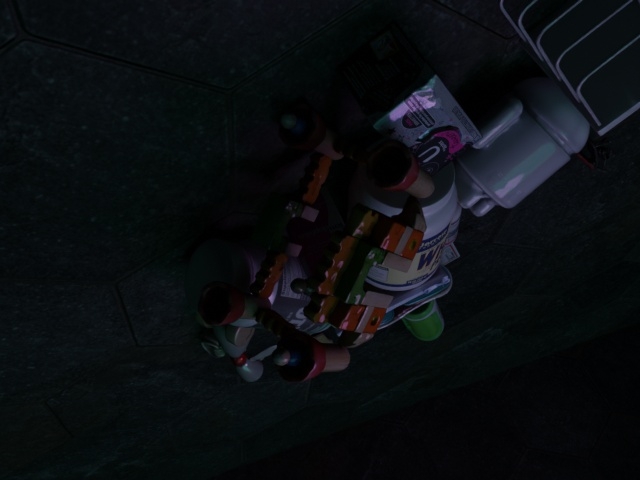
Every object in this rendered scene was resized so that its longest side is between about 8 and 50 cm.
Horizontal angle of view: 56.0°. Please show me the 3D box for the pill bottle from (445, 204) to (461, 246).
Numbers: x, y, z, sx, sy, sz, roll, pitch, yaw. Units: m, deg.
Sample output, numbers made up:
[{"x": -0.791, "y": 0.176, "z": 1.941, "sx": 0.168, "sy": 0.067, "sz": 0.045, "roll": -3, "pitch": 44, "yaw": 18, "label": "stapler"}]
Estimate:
[{"x": 0.308, "y": -0.069, "z": 1.556, "sx": 0.108, "sy": 0.107, "sz": 0.180, "roll": -21, "pitch": 149, "yaw": -6, "label": "pill bottle"}]

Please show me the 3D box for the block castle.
[{"x": -0.018, "y": 0.005, "z": 1.104, "sx": 0.213, "sy": 0.303, "sz": 0.453, "roll": 17, "pitch": 100, "yaw": -57, "label": "block castle"}]

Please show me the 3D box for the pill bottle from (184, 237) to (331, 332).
[{"x": -0.126, "y": 0.109, "z": 1.429, "sx": 0.204, "sy": 0.204, "sz": 0.361, "roll": -42, "pitch": 145, "yaw": 27, "label": "pill bottle"}]

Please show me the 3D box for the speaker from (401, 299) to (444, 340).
[{"x": 0.346, "y": 0.252, "z": 2.061, "sx": 0.131, "sy": 0.131, "sz": 0.296, "roll": -28, "pitch": 149, "yaw": 5, "label": "speaker"}]

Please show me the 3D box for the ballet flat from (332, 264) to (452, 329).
[{"x": 0.209, "y": 0.185, "z": 1.827, "sx": 0.401, "sy": 0.139, "sz": 0.139, "roll": -21, "pitch": 149, "yaw": -9, "label": "ballet flat"}]

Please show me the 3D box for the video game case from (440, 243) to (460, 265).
[{"x": 0.277, "y": 0.076, "z": 1.838, "sx": 0.285, "sy": 0.025, "sz": 0.204, "roll": -31, "pitch": 149, "yaw": 10, "label": "video game case"}]

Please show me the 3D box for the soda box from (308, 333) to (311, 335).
[{"x": -0.073, "y": 0.234, "z": 1.796, "sx": 0.058, "sy": 0.063, "sz": 0.183, "roll": -29, "pitch": 149, "yaw": 8, "label": "soda box"}]

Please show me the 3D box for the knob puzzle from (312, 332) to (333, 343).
[{"x": -0.049, "y": 0.379, "z": 2.068, "sx": 0.213, "sy": 0.030, "sz": 0.213, "roll": -18, "pitch": 148, "yaw": -12, "label": "knob puzzle"}]

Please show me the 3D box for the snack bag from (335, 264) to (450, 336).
[{"x": 0.162, "y": 0.114, "z": 1.595, "sx": 0.323, "sy": 0.037, "sz": 0.342, "roll": -28, "pitch": -166, "yaw": 8, "label": "snack bag"}]

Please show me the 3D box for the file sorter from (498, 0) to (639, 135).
[{"x": 0.471, "y": -0.370, "z": 1.051, "sx": 0.193, "sy": 0.277, "sz": 0.173, "roll": -39, "pitch": 142, "yaw": 23, "label": "file sorter"}]

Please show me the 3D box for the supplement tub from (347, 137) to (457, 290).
[{"x": 0.177, "y": -0.056, "z": 1.356, "sx": 0.236, "sy": 0.235, "sz": 0.324, "roll": -19, "pitch": 149, "yaw": -10, "label": "supplement tub"}]

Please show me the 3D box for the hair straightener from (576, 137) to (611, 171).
[{"x": 0.781, "y": -0.240, "z": 1.685, "sx": 0.089, "sy": 0.047, "sz": 0.230, "roll": -39, "pitch": 147, "yaw": 24, "label": "hair straightener"}]

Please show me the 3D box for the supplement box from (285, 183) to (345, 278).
[{"x": 0.000, "y": 0.000, "z": 1.333, "sx": 0.111, "sy": 0.220, "sz": 0.114, "roll": -20, "pitch": 149, "yaw": -9, "label": "supplement box"}]

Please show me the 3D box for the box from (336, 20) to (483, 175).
[{"x": 0.170, "y": -0.250, "z": 1.124, "sx": 0.142, "sy": 0.163, "sz": 0.247, "roll": -38, "pitch": 147, "yaw": 18, "label": "box"}]

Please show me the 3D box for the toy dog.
[{"x": -0.206, "y": 0.240, "z": 1.625, "sx": 0.161, "sy": 0.220, "sz": 0.333, "roll": -48, "pitch": 167, "yaw": -25, "label": "toy dog"}]

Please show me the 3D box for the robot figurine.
[{"x": 0.433, "y": -0.211, "z": 1.321, "sx": 0.353, "sy": 0.199, "sz": 0.300, "roll": -44, "pitch": 147, "yaw": 21, "label": "robot figurine"}]
